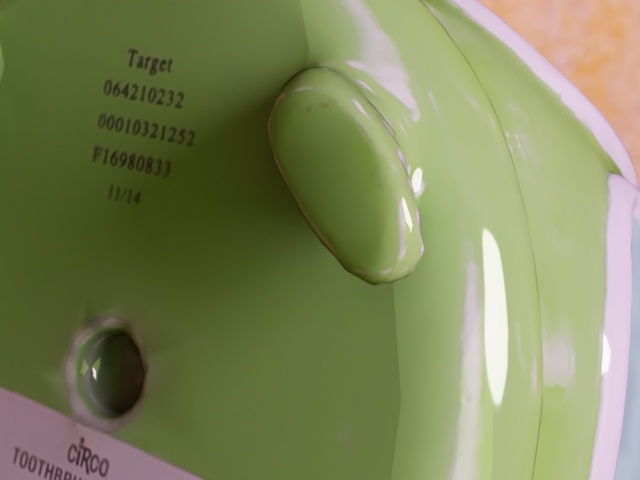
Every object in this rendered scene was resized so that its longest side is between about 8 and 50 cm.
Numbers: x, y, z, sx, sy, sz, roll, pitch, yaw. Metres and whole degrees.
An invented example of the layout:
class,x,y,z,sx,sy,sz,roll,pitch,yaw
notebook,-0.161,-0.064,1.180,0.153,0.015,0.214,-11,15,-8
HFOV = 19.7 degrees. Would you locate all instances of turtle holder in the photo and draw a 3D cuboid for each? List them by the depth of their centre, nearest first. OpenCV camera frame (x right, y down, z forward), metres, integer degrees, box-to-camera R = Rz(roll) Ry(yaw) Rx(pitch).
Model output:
class,x,y,z,sx,sy,sz,roll,pitch,yaw
turtle holder,-0.014,0.011,0.557,0.227,0.243,0.320,7,69,-53
